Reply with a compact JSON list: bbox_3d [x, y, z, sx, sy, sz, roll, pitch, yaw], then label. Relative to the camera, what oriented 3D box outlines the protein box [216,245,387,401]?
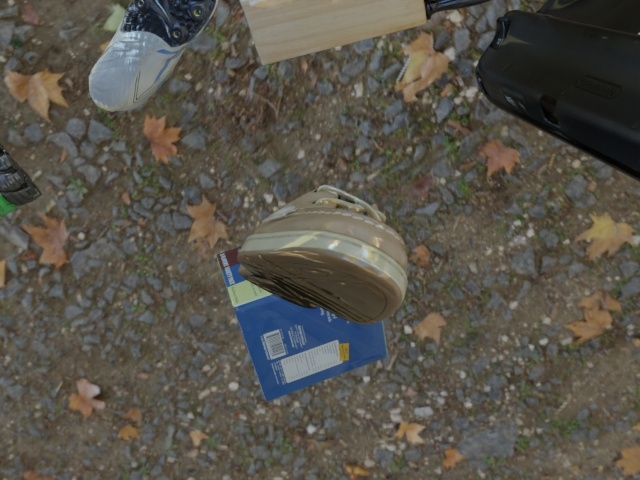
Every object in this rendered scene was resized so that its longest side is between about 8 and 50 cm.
[{"bbox_3d":[-0.024,0.100,0.923,0.201,0.136,0.199,-19,125,-9],"label":"protein box"}]

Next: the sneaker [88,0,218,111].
[{"bbox_3d":[-0.209,-0.252,0.770,0.237,0.086,0.085,-33,102,33],"label":"sneaker"}]

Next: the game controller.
[{"bbox_3d":[0.214,-0.109,0.344,0.167,0.319,0.067,-32,120,3],"label":"game controller"}]

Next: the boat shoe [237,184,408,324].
[{"bbox_3d":[0.000,0.000,0.496,0.109,0.302,0.098,29,80,-8],"label":"boat shoe"}]

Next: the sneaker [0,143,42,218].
[{"bbox_3d":[-0.509,-0.125,0.780,0.146,0.344,0.134,-40,147,-17],"label":"sneaker"}]

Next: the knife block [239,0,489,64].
[{"bbox_3d":[0.076,-0.302,0.733,0.276,0.242,0.088,-42,134,-25],"label":"knife block"}]
